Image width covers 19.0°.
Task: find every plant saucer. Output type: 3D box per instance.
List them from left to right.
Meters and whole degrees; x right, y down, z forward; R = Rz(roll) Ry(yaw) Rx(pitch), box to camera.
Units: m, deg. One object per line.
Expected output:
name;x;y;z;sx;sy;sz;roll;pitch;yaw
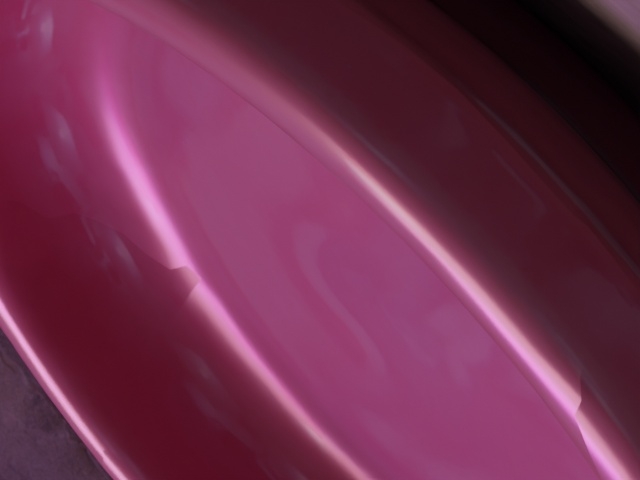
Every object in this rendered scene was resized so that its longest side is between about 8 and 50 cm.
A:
plant saucer;0.012;0.029;0.534;0.332;0.084;0.332;39;156;21
